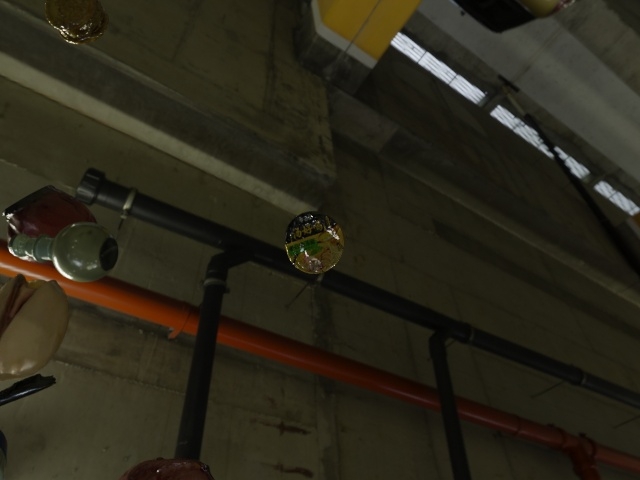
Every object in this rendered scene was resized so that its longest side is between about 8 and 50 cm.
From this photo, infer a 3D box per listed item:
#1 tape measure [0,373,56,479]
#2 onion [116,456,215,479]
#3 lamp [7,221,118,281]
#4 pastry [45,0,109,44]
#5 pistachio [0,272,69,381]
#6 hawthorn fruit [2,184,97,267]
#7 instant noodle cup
[{"bbox_3d":[-0.596,0.360,0.791,0.351,0.215,0.098,-22,-145,-15],"label":"tape measure"},{"bbox_3d":[-0.242,0.460,0.643,0.120,0.227,0.284,21,-133,-48],"label":"onion"},{"bbox_3d":[-0.394,0.013,0.693,0.163,0.091,0.091,6,-144,7],"label":"lamp"},{"bbox_3d":[-0.441,-0.411,0.830,0.109,0.097,0.057,41,170,14],"label":"pastry"},{"bbox_3d":[-0.872,0.255,1.339,0.229,0.230,0.309,21,-116,-27],"label":"pistachio"},{"bbox_3d":[-0.628,-0.023,1.115,0.251,0.189,0.190,31,-146,-30],"label":"hawthorn fruit"},{"bbox_3d":[0.000,0.000,1.152,0.151,0.151,0.122,47,-163,9],"label":"instant noodle cup"}]
